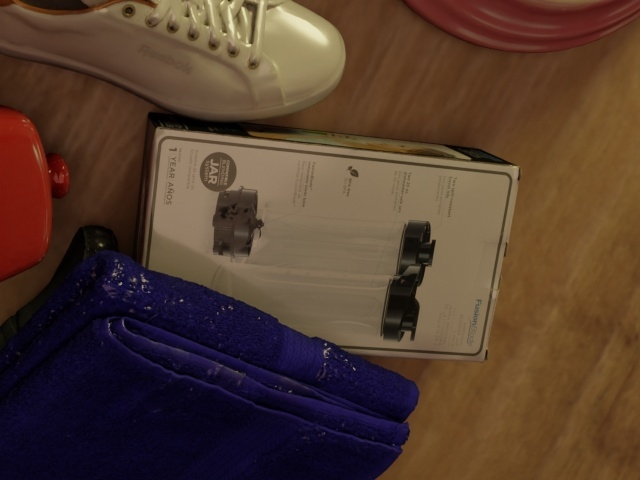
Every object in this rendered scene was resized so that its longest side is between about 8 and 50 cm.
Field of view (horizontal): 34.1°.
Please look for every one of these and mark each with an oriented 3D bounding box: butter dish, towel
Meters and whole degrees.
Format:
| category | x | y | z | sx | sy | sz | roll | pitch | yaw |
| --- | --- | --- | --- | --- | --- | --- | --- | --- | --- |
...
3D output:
| category | x | y | z | sx | sy | sz | roll | pitch | yaw |
| --- | --- | --- | --- | --- | --- | --- | --- | --- | --- |
| butter dish | -0.238 | -0.040 | 0.750 | 0.118 | 0.159 | 0.160 | -12 | 108 | -35 |
| towel | -0.096 | 0.143 | 0.777 | 0.308 | 0.076 | 0.227 | 28 | 118 | -36 |

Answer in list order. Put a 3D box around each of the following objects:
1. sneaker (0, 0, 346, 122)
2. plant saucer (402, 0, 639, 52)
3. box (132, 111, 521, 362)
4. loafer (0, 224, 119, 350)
| category | x | y | z | sx | sy | sz | roll | pitch | yaw |
| --- | --- | --- | --- | --- | --- | --- | --- | --- | --- |
| sneaker | -0.110 | -0.158 | 0.735 | 0.290 | 0.123 | 0.106 | 8 | 73 | -16 |
| plant saucer | 0.182 | -0.308 | 0.797 | 0.332 | 0.084 | 0.332 | -4 | 108 | -13 |
| box | 0.000 | 0.000 | 0.833 | 0.289 | 0.087 | 0.169 | 4 | 103 | -14 |
| loafer | -0.221 | 0.087 | 0.806 | 0.078 | 0.076 | 0.223 | 21 | 102 | -26 |
